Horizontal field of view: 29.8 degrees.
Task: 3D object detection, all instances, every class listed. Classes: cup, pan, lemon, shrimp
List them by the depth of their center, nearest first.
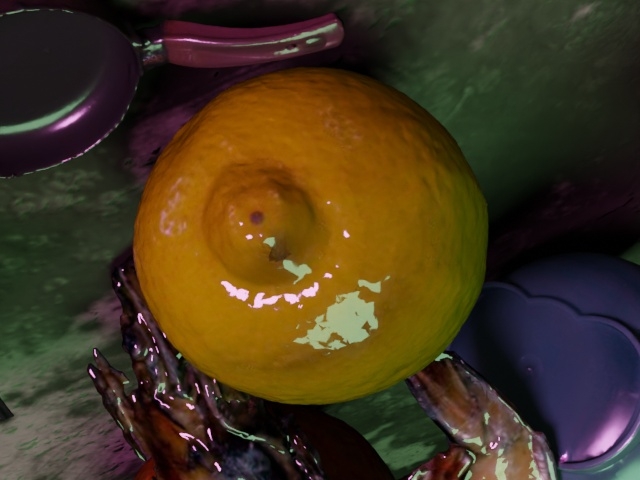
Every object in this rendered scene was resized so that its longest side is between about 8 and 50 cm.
[{"bbox_3d":[-0.094,-0.089,0.572,0.212,0.040,0.115,-14,150,-4],"label":"pan"},{"bbox_3d":[0.000,0.000,0.657,0.184,0.184,0.248,-32,160,13],"label":"lemon"},{"bbox_3d":[0.013,0.134,0.796,0.233,0.365,0.071,-32,-166,10],"label":"shrimp"},{"bbox_3d":[0.210,0.125,0.948,0.257,0.289,0.219,27,87,-41],"label":"cup"}]

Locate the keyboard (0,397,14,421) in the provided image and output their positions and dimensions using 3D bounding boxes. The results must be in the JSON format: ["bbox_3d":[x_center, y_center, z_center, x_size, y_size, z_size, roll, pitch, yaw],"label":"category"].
[{"bbox_3d":[-0.271,0.120,0.659,0.198,0.010,0.064,-20,149,-7],"label":"keyboard"}]

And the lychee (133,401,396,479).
[{"bbox_3d":[-0.047,0.253,0.973,0.300,0.255,0.255,-36,169,-50],"label":"lychee"}]
